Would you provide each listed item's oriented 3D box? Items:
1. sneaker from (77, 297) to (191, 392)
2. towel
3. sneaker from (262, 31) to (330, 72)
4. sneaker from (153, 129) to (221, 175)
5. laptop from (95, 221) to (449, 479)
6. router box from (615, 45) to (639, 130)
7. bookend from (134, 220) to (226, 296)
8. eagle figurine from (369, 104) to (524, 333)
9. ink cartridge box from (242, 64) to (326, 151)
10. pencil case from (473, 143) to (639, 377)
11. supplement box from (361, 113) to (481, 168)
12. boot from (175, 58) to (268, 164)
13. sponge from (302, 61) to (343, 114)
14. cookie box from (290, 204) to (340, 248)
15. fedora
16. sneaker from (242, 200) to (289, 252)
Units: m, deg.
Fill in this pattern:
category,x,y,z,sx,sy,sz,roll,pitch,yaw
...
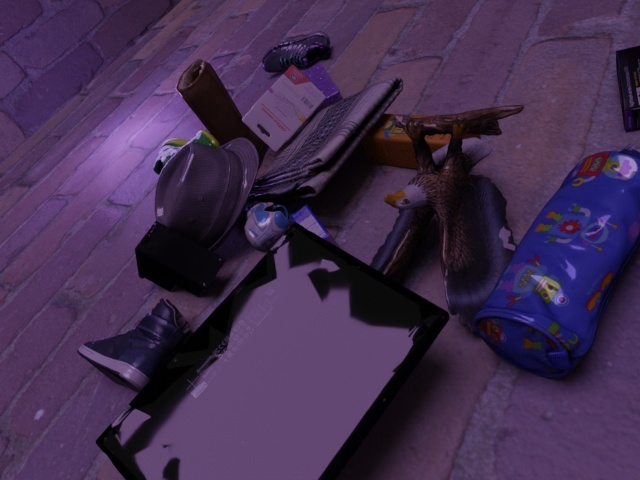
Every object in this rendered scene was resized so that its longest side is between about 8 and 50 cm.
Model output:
category,x,y,z,sx,sy,sz,roll,pitch,yaw
sneaker,-0.343,0.184,0.919,0.226,0.086,0.163,4,49,39
towel,-0.012,-0.207,1.045,0.312,0.056,0.324,-1,48,56
sneaker,-0.077,-0.556,1.483,0.223,0.083,0.098,-19,47,15
sneaker,-0.343,-0.211,1.305,0.295,0.109,0.123,1,58,45
laptop,-0.088,0.194,0.715,0.408,0.236,0.382,30,70,30
router box,0.564,-0.262,0.798,0.133,0.046,0.179,-4,48,30
bookend,-0.287,0.057,1.001,0.157,0.156,0.072,29,61,-2
eagle figurine,0.171,-0.040,0.736,0.225,0.298,0.226,-3,10,-8
ink cartridge box,-0.094,-0.309,1.184,0.198,0.115,0.067,-51,11,-18
pencil case,0.322,0.023,0.616,0.306,0.119,0.133,-50,35,-18
supplement box,0.187,-0.191,0.950,0.233,0.080,0.078,15,59,46
boot,-0.220,-0.322,1.194,0.089,0.269,0.236,-17,43,19
sponge,-0.021,-0.410,1.338,0.117,0.031,0.210,-28,41,7
cookie box,0.000,0.000,0.872,0.040,0.092,0.107,-36,41,1
fedora,-0.256,-0.105,1.014,0.275,0.124,0.244,-56,41,19
sneaker,-0.100,-0.039,0.947,0.086,0.085,0.237,-33,17,0
